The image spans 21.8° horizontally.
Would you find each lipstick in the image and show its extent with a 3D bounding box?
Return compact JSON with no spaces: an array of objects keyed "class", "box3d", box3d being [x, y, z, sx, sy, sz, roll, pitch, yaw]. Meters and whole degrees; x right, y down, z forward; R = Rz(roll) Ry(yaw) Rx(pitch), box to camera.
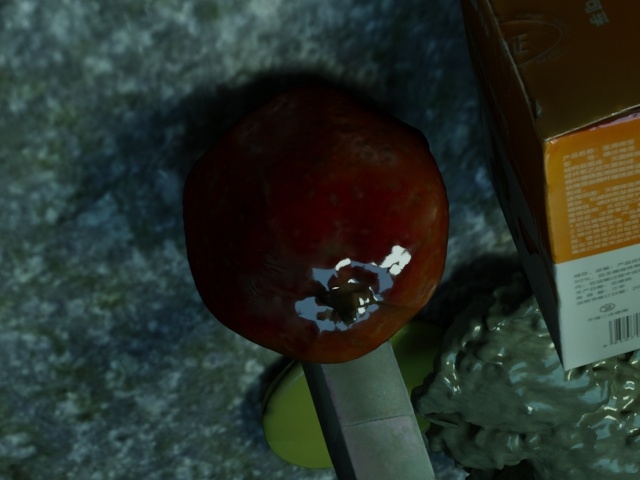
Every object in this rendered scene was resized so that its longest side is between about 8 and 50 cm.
[{"class":"lipstick","box3d":[0.028,0.114,1.390,0.068,0.317,0.066,-9,145,-14]}]

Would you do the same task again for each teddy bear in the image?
[{"class":"teddy bear","box3d":[0.257,0.132,1.670,0.357,0.224,0.367,-28,129,13]}]

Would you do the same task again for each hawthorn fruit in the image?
[{"class":"hawthorn fruit","box3d":[0.000,0.000,1.287,0.215,0.250,0.215,-8,126,-11]}]

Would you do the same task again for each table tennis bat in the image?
[{"class":"table tennis bat","box3d":[0.055,0.197,1.762,0.224,0.054,0.369,-21,142,-5]}]

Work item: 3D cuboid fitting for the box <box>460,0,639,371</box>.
[{"class":"box","box3d":[0.212,-0.084,1.284,0.143,0.225,0.341,-17,146,0]}]
